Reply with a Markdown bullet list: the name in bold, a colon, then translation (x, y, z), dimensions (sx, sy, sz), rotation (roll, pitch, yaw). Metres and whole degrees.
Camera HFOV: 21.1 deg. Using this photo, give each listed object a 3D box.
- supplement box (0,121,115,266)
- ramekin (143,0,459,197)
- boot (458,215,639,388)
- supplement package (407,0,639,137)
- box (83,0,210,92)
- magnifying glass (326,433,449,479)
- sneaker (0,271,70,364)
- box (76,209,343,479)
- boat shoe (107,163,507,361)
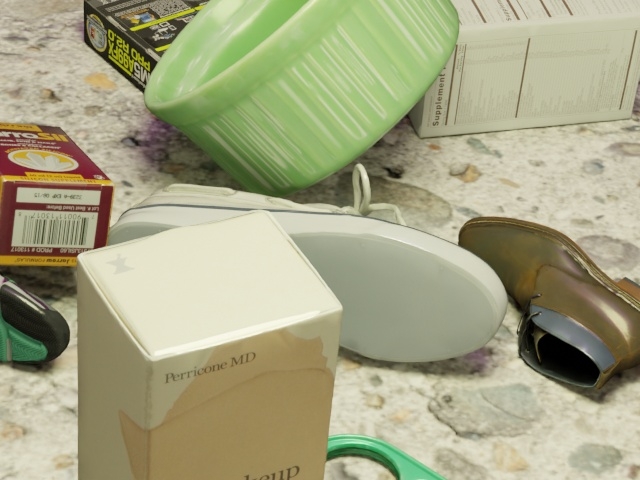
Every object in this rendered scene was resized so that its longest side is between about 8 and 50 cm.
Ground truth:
- **supplement box**: translation (-0.266, -0.045, 1.561), dimensions (0.104, 0.081, 0.188), rotation (2, 19, -25)
- **ramekin**: translation (-0.011, -0.182, 1.656), dimensions (0.303, 0.148, 0.303), rotation (-37, 21, 17)
- **boot**: translation (0.197, 0.052, 1.534), dimensions (0.219, 0.082, 0.106), rotation (28, 40, 25)
- **supplement package**: translation (0.207, -0.210, 1.833), dimensions (0.244, 0.139, 0.134), rotation (-6, 39, -14)
- **box**: translation (-0.094, -0.233, 1.899), dimensions (0.270, 0.060, 0.216), rotation (-23, 46, -31)
- **magnifying glass**: translation (0.090, 0.205, 1.369), dimensions (0.231, 0.026, 0.092), rotation (13, 38, 10)
- **sneaker**: translation (-0.302, 0.035, 1.510), dimensions (0.223, 0.083, 0.098), rotation (19, 35, 20)
- **box**: translation (-0.084, 0.146, 1.191), dimensions (0.148, 0.311, 0.121), rotation (-15, 41, -24)
- **boat shoe**: translation (-0.001, 0.007, 1.549), dimensions (0.367, 0.136, 0.156), rotation (6, 33, 18)
